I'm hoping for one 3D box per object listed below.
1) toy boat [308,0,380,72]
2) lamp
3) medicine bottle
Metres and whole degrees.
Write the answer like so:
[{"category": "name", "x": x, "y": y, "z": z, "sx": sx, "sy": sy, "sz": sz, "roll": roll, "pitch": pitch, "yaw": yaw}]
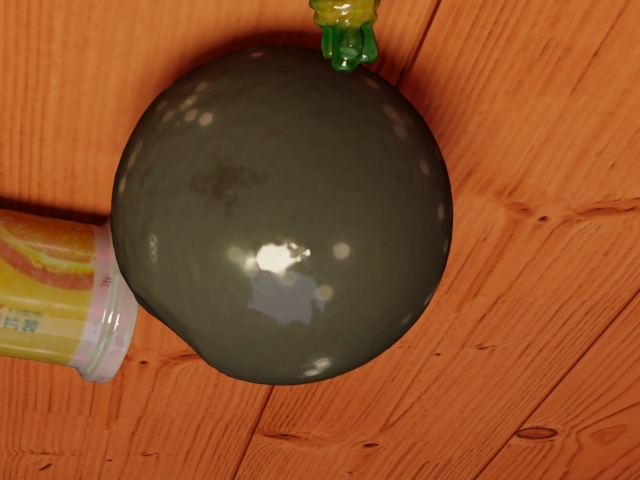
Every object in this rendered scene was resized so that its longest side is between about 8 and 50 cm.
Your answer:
[{"category": "toy boat", "x": 0.013, "y": -0.151, "z": 0.541, "sx": 0.089, "sy": 0.088, "sz": 0.229, "roll": -1, "pitch": 160, "yaw": 0}, {"category": "lamp", "x": -0.017, "y": -0.008, "z": 0.774, "sx": 0.182, "sy": 0.182, "sz": 0.314, "roll": -5, "pitch": 175, "yaw": 2}, {"category": "medicine bottle", "x": -0.321, "y": 0.001, "z": 0.772, "sx": 0.426, "sy": 0.108, "sz": 0.108, "roll": 11, "pitch": 147, "yaw": -24}]
